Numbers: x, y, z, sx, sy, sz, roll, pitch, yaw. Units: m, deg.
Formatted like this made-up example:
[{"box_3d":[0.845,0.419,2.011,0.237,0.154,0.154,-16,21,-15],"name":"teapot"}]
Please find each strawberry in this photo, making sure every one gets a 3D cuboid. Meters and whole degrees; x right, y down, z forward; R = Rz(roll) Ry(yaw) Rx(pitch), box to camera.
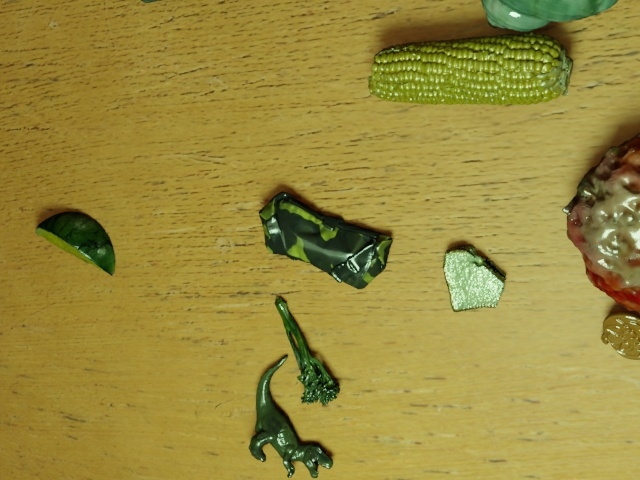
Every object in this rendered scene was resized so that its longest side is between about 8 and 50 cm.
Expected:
[{"box_3d":[0.488,0.008,0.998,0.336,0.149,0.265,37,112,11],"name":"strawberry"}]

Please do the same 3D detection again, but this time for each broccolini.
[{"box_3d":[-0.039,0.193,1.322,0.074,0.058,0.201,-31,90,20],"name":"broccolini"}]

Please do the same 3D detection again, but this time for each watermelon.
[{"box_3d":[-0.473,0.001,1.458,0.181,0.075,0.092,30,116,13],"name":"watermelon"}]

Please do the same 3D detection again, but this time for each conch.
[{"box_3d":[0.301,-0.372,0.985,0.277,0.195,0.220,-54,47,47],"name":"conch"}]

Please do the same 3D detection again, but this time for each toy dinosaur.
[{"box_3d":[-0.047,0.325,1.381,0.187,0.087,0.179,34,77,-3],"name":"toy dinosaur"}]

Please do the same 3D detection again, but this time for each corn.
[{"box_3d":[0.206,-0.241,1.093,0.293,0.106,0.106,6,105,24],"name":"corn"}]

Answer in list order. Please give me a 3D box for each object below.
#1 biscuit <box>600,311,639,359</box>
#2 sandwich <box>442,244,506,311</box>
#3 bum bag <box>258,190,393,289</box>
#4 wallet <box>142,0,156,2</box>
[{"box_3d":[0.438,0.139,1.102,0.078,0.015,0.091,-17,119,46],"name":"biscuit"},{"box_3d":[0.235,0.055,1.181,0.093,0.035,0.105,-15,95,27],"name":"sandwich"},{"box_3d":[0.000,0.000,1.258,0.232,0.060,0.107,22,101,15],"name":"bum bag"},{"box_3d":[-0.207,-0.527,1.224,0.220,0.071,0.263,-3,94,25],"name":"wallet"}]
